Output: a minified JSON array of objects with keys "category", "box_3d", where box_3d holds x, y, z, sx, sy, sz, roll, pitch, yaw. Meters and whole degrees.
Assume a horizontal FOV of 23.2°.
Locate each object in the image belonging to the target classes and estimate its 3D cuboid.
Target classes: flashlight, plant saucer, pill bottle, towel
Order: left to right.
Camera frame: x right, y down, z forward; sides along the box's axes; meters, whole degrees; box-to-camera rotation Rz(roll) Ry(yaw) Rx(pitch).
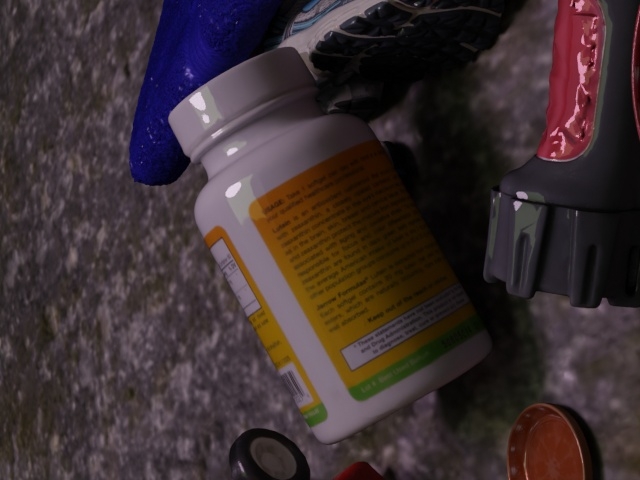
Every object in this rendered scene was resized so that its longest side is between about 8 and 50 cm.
[{"category":"towel","box_3d":[-0.077,-0.205,1.245,0.308,0.076,0.228,126,164,-51]},{"category":"pill bottle","box_3d":[0.000,0.000,1.050,0.246,0.136,0.136,61,147,4]},{"category":"plant saucer","box_3d":[0.147,0.145,0.993,0.083,0.013,0.084,0,90,62]},{"category":"flashlight","box_3d":[0.145,-0.119,0.895,0.103,0.103,0.304,27,114,58]}]

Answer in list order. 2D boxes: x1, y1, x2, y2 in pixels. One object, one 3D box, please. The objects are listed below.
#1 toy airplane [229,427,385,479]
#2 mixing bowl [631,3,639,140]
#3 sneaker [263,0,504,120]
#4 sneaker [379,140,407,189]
[{"category":"toy airplane","box_3d":[0.002,0.332,1.002,0.384,0.272,0.386,-62,10,-11]},{"category":"mixing bowl","box_3d":[0.240,-0.082,0.724,0.181,0.098,0.181,-1,89,62]},{"category":"sneaker","box_3d":[0.028,-0.173,1.112,0.283,0.110,0.122,-23,65,58]},{"category":"sneaker","box_3d":[-0.013,-0.015,1.216,0.211,0.081,0.080,-51,49,52]}]
